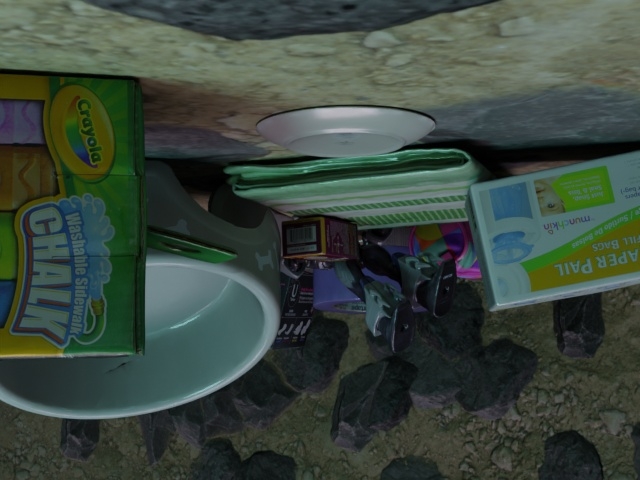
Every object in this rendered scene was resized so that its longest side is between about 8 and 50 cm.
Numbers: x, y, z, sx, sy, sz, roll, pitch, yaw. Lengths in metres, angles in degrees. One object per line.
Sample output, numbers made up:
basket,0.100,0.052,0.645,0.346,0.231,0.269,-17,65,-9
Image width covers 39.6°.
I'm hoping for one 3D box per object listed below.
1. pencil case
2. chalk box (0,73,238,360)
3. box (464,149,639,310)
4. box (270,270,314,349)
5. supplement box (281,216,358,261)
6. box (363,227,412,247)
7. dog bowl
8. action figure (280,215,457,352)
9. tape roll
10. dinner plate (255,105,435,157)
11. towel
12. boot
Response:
pencil case,0.227,0.009,1.252,0.104,0.105,0.236,-6,173,43
chalk box,-0.205,-0.008,0.603,0.288,0.179,0.180,0,174,-17
box,0.244,-0.010,0.808,0.203,0.114,0.103,-12,171,5
box,-0.147,0.093,1.592,0.247,0.142,0.163,16,-179,20
supplement box,0.000,0.000,1.011,0.054,0.043,0.083,-7,172,32
box,0.094,0.009,1.473,0.321,0.059,0.232,0,175,9
dog bowl,-0.199,0.070,0.912,0.348,0.102,0.349,-12,145,-8
action figure,0.046,0.023,1.152,0.185,0.099,0.285,-29,-141,-25
tape roll,0.082,0.062,1.340,0.188,0.080,0.189,0,169,0
dinner plate,0.020,-0.082,0.697,0.141,0.017,0.141,-1,173,0
towel,0.078,-0.051,0.942,0.247,0.038,0.325,-3,173,23
boot,-0.102,-0.027,1.018,0.086,0.069,0.190,17,171,23
